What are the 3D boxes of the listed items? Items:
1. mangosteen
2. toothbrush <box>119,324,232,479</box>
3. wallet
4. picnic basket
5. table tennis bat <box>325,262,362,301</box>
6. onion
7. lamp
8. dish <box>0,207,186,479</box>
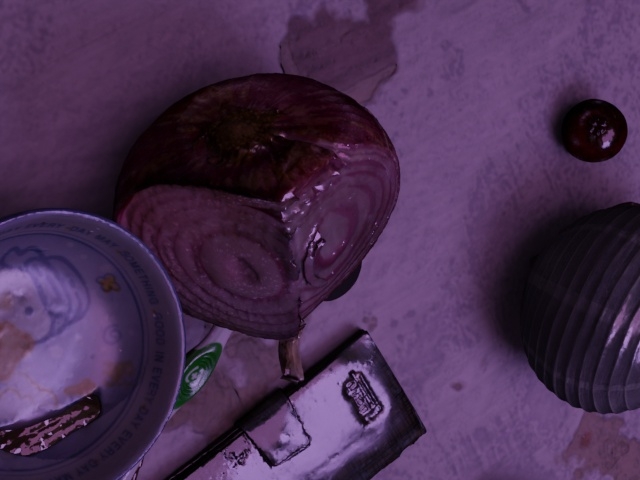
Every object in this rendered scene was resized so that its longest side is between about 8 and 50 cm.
[{"bbox_3d":[0.336,-0.135,1.375,0.080,0.081,0.081,-5,102,-25],"label":"mangosteen"},{"bbox_3d":[-0.133,0.131,1.182,0.042,0.040,0.418,46,64,-43],"label":"toothbrush"},{"bbox_3d":[-0.030,0.257,1.287,0.317,0.044,0.169,-36,112,-16],"label":"wallet"},{"bbox_3d":[-0.274,0.200,1.149,0.193,0.055,0.110,24,82,-27],"label":"picnic basket"},{"bbox_3d":[0.000,0.000,1.256,0.087,0.013,0.156,-38,122,-21],"label":"table tennis bat"},{"bbox_3d":[-0.058,-0.053,1.110,0.256,0.272,0.230,27,58,1],"label":"onion"},{"bbox_3d":[0.352,0.075,1.342,0.233,0.233,0.265,26,92,-28],"label":"lamp"},{"bbox_3d":[-0.275,0.104,1.053,0.273,0.133,0.274,-3,95,-35],"label":"dish"}]
